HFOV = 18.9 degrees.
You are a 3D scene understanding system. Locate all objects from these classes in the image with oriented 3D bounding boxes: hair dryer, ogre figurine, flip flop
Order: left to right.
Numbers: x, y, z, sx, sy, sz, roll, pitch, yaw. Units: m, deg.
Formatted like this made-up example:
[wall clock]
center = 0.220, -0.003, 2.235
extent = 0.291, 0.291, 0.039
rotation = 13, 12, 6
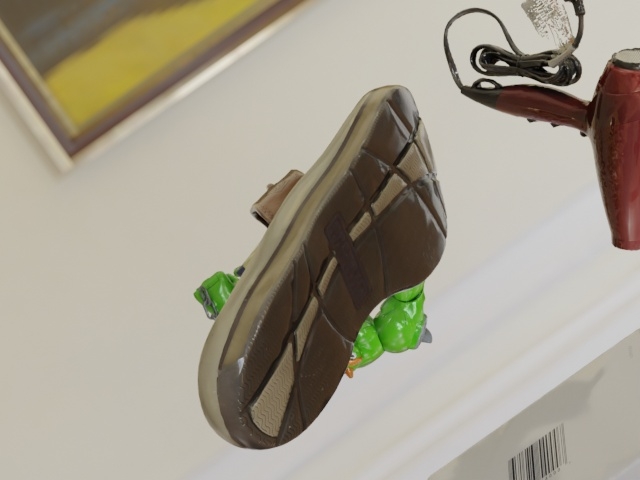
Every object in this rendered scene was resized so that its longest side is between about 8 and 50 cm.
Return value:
[flip flop]
center = -0.005, 0.008, 1.033
extent = 0.080, 0.112, 0.277
rotation = -1, 36, 31
[ogre figurine]
center = 0.010, 0.052, 1.564
extent = 0.197, 0.118, 0.097
rotation = -23, 5, -13
[hair dryer]
center = 0.250, -0.128, 1.829
extent = 0.080, 0.294, 0.223
rotation = -20, -10, -33

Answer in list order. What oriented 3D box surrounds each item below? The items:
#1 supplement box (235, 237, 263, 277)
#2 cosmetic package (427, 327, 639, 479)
[supplement box]
center = 0.000, 0.000, 1.288
extent = 0.083, 0.056, 0.083
rotation = -44, 5, 28
[cosmetic package]
center = 0.236, 0.224, 1.447
extent = 0.224, 0.224, 0.138
rotation = -39, 26, 27
